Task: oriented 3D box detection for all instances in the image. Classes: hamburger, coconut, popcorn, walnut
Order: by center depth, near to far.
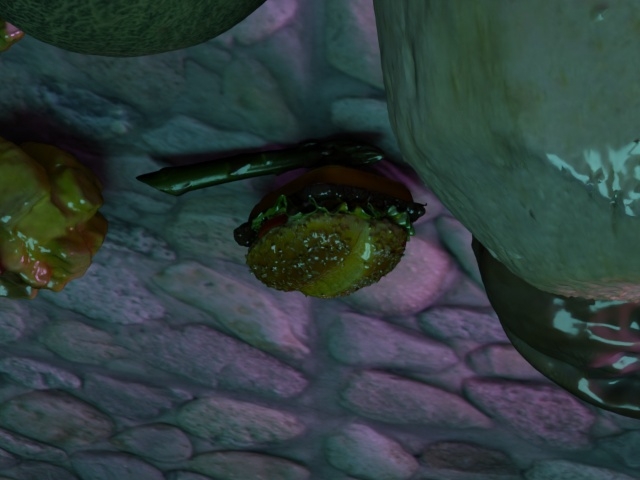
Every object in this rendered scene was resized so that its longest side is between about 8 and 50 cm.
[{"bbox_3d":[0.202,-0.171,0.841,0.344,0.415,0.415,-4,142,40],"label":"coconut"},{"bbox_3d":[0.245,0.011,1.177,0.273,0.273,0.227,9,108,8],"label":"walnut"},{"bbox_3d":[0.000,0.000,1.337,0.137,0.087,0.166,12,157,-30],"label":"hamburger"},{"bbox_3d":[-0.263,-0.020,1.397,0.148,0.152,0.167,35,142,7],"label":"popcorn"}]

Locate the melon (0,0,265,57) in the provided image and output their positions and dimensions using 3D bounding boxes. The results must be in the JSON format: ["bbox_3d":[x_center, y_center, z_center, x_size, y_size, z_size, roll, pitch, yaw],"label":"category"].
[{"bbox_3d":[-0.100,-0.254,0.921,0.248,0.249,0.329,23,137,-12],"label":"melon"}]

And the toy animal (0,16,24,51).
[{"bbox_3d":[-0.313,-0.185,1.254,0.181,0.073,0.136,21,154,-30],"label":"toy animal"}]

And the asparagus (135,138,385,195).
[{"bbox_3d":[-0.051,-0.064,1.343,0.236,0.034,0.027,-7,121,24],"label":"asparagus"}]
